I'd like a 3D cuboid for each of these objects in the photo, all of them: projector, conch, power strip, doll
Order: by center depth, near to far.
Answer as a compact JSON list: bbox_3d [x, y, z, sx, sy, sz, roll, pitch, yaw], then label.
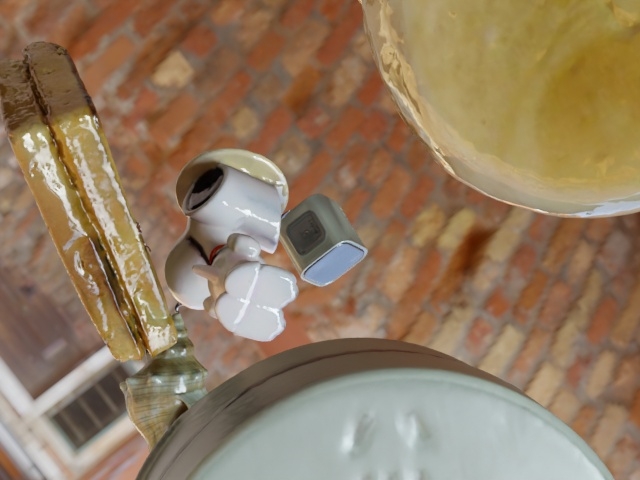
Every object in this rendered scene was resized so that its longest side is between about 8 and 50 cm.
[{"bbox_3d":[0.025,0.242,0.889,0.357,0.357,0.161,-37,-171,-5],"label":"power strip"},{"bbox_3d":[-0.086,0.000,1.554,0.271,0.144,0.208,7,-102,68],"label":"doll"},{"bbox_3d":[-0.151,0.202,1.577,0.137,0.234,0.114,-26,173,37],"label":"conch"},{"bbox_3d":[0.000,0.000,1.790,0.083,0.082,0.083,-38,153,14],"label":"projector"}]

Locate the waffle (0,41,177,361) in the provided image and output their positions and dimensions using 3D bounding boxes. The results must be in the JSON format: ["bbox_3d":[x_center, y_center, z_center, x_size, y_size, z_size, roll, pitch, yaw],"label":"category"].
[{"bbox_3d":[-0.260,-0.039,1.526,0.098,0.328,0.224,-20,-146,-7],"label":"waffle"}]

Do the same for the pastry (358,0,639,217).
[{"bbox_3d":[0.144,-0.140,0.731,0.265,0.265,0.133,-36,-176,17],"label":"pastry"}]
